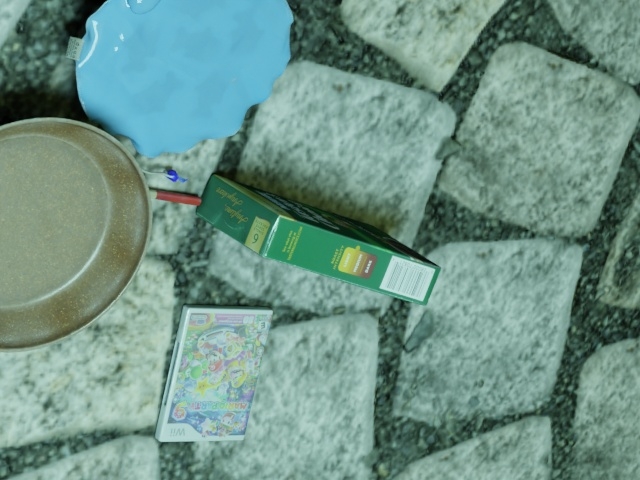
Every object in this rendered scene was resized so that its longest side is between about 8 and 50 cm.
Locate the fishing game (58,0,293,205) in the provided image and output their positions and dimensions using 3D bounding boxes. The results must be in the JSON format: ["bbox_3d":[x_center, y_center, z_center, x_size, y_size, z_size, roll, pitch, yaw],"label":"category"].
[{"bbox_3d":[-0.110,-0.149,1.443,0.189,0.041,0.264,7,119,-38],"label":"fishing game"}]

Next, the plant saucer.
[{"bbox_3d":[-0.226,-0.009,1.418,0.199,0.036,0.198,-15,123,-23],"label":"plant saucer"}]

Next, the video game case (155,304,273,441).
[{"bbox_3d":[-0.091,0.114,1.591,0.087,0.011,0.122,3,107,-36],"label":"video game case"}]

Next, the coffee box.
[{"bbox_3d":[0.000,0.000,1.544,0.184,0.113,0.040,17,99,-37],"label":"coffee box"}]
